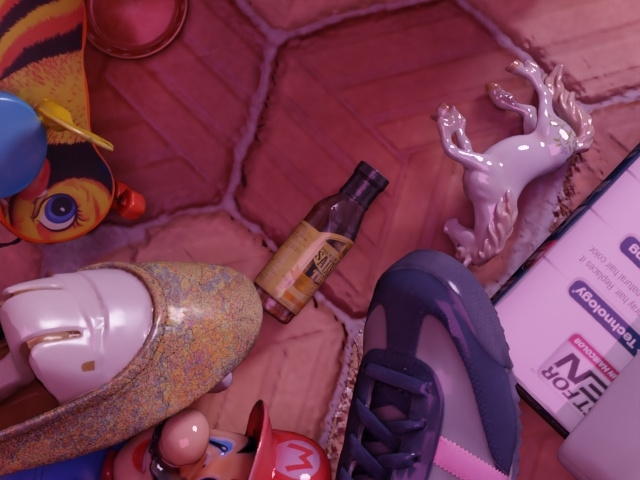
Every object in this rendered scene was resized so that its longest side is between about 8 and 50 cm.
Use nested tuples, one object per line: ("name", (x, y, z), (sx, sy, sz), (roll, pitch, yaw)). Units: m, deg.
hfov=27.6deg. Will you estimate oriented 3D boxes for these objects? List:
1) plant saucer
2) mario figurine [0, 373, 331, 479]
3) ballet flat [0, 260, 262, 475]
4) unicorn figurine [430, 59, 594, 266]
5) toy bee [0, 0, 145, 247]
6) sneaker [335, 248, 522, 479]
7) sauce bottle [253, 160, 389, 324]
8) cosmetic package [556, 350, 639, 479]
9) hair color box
("plant saucer", (-0.138, -0.174, 0.960), (0.083, 0.013, 0.083), (0, 86, 2))
("mario figurine", (-0.152, 0.140, 0.866), (0.320, 0.170, 0.198), (4, 85, 4))
("ballet flat", (-0.204, 0.083, 0.797), (0.348, 0.123, 0.123), (-21, 86, -5))
("unicorn figurine", (0.126, -0.054, 0.919), (0.162, 0.060, 0.111), (-32, 85, 0))
("toy bee", (-0.200, -0.068, 0.898), (0.162, 0.195, 0.298), (-1, 130, -33))
("sneaker", (0.050, 0.169, 0.828), (0.112, 0.131, 0.319), (9, 106, 45))
("sauce bottle", (0.000, 0.000, 0.930), (0.042, 0.042, 0.128), (38, 90, 4))
("cosmetic package", (0.418, 0.165, 0.705), (0.394, 0.329, 0.327), (42, 89, -19))
("hair color box", (0.275, -0.001, 0.888), (0.174, 0.105, 0.347), (44, 89, 4))
